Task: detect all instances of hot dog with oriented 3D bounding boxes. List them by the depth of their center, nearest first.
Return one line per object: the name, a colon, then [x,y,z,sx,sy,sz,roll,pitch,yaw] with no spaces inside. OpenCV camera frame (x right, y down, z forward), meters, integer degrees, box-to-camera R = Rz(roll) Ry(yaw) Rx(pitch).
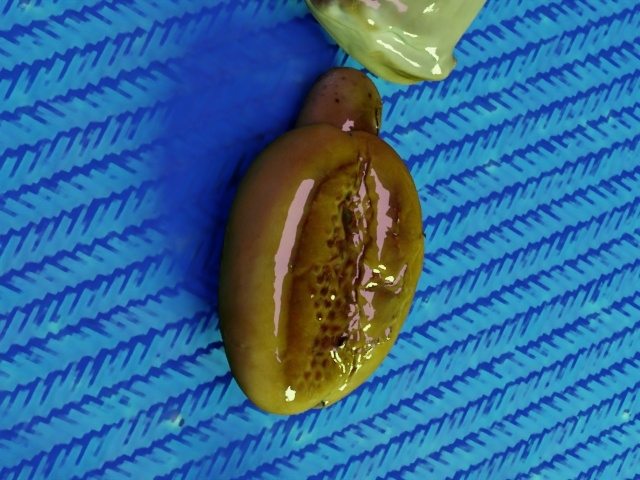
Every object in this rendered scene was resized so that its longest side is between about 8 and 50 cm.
hot dog: [-0.002,0.000,0.679,0.089,0.060,0.140,-1,103,-35]

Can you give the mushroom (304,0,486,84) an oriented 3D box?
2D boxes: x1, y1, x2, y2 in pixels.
mushroom: [0.064,-0.236,0.666,0.109,0.097,0.351,5,96,-33]
